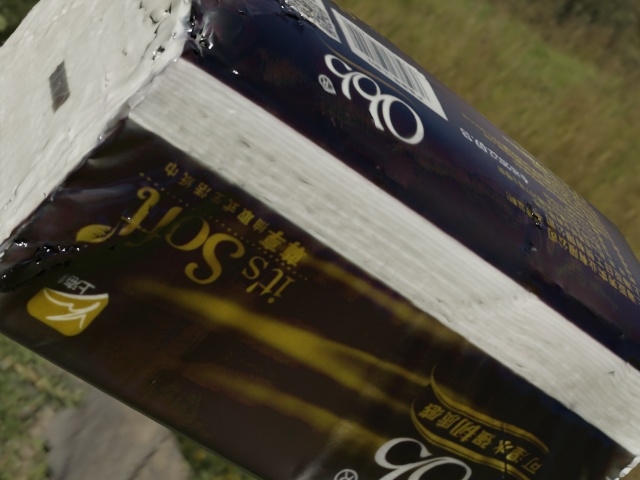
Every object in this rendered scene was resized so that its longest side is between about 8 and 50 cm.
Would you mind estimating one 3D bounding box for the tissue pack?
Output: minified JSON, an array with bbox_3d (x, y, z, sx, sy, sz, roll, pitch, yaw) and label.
[{"bbox_3d":[0.000,0.000,0.836,0.370,0.198,0.210,35,24,-29],"label":"tissue pack"}]
